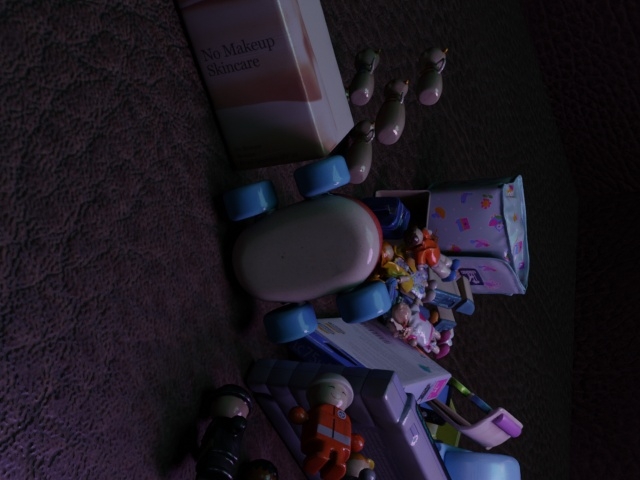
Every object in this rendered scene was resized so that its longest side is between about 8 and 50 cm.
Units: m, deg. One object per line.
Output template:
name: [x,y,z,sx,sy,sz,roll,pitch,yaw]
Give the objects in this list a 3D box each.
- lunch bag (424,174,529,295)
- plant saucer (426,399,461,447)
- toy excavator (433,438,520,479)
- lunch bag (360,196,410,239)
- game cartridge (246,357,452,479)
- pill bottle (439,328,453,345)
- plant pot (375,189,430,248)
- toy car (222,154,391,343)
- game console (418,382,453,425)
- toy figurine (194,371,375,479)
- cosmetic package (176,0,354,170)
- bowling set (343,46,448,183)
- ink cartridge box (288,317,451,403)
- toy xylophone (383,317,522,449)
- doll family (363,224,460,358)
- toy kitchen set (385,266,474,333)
lunch bag: [0.345,-0.002,1.758,0.160,0.223,0.262,-27,111,-55]
plant saucer: [0.263,0.420,1.721,0.188,0.045,0.188,67,32,-32]
toy excavator: [0.325,0.471,1.395,0.433,0.445,0.222,34,57,-56]
lunch bag: [0.117,-0.043,1.458,0.065,0.098,0.067,41,55,-50]
game cartridge: [0.062,0.307,1.146,0.355,0.230,0.068,65,35,-36]
pill bottle: [0.282,0.200,1.797,0.043,0.043,0.083,-19,102,-62]
plant pot: [0.166,-0.029,1.554,0.096,0.109,0.109,61,34,-58]
toy car: [0.000,0.000,1.139,0.238,0.210,0.219,-35,107,-73]
game console: [0.227,0.311,1.647,0.071,0.107,0.122,98,10,-50]
toy figurine: [-0.039,0.280,0.988,0.148,0.213,0.210,-84,159,-55]
cosmetic package: [-0.076,-0.260,1.066,0.129,0.153,0.296,-53,130,-54]
bowling set: [0.067,-0.254,1.326,0.200,0.287,0.154,31,44,-18]
ink cartridge box: [0.075,0.195,1.252,0.065,0.185,0.311,-60,155,9]
toy xylophone: [0.235,0.281,1.477,0.081,0.322,0.236,-50,146,-2]
doll family: [0.148,0.091,1.408,0.163,0.118,0.263,38,46,-29]
toy kitchen set: [0.200,0.148,1.605,0.207,0.166,0.122,17,47,-24]
